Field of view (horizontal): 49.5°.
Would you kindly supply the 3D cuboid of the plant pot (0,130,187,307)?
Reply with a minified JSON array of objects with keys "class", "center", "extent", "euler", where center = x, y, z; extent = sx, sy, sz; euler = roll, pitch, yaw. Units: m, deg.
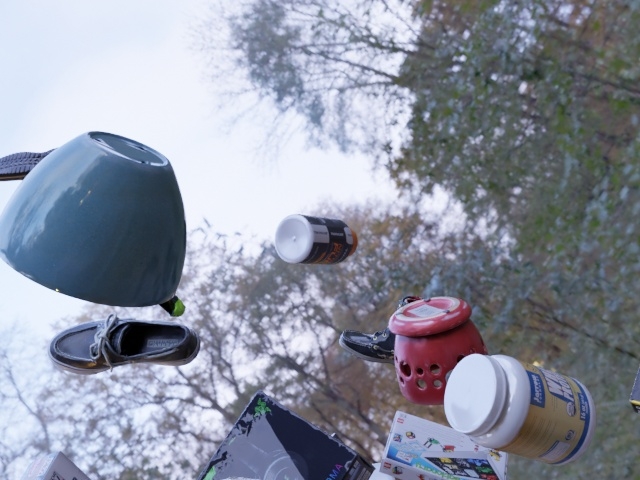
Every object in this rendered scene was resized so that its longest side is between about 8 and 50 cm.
[{"class":"plant pot","center":[-0.326,-0.054,1.074],"extent":[0.290,0.290,0.195],"euler":[-6,-56,-62]}]

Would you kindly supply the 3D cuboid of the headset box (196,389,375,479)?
[{"class":"headset box","center":[-0.081,0.473,1.387],"extent":[0.246,0.283,0.131],"euler":[-54,-34,-16]}]

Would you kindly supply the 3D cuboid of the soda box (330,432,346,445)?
[{"class":"soda box","center":[0.069,0.642,2.001],"extent":[0.060,0.169,0.053],"euler":[-40,-2,-46]}]

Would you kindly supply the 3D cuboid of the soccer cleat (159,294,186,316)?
[{"class":"soccer cleat","center":[-0.466,0.153,2.039],"extent":[0.060,0.179,0.072],"euler":[-48,-15,14]}]

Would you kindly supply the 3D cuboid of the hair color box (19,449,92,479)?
[{"class":"hair color box","center":[-0.553,0.668,1.593],"extent":[0.105,0.347,0.174],"euler":[-26,24,21]}]

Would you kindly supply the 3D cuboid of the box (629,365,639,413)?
[{"class":"box","center":[0.991,0.330,1.825],"extent":[0.079,0.257,0.322],"euler":[51,-122,-39]}]

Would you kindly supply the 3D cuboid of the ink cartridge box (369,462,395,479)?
[{"class":"ink cartridge box","center":[0.114,0.760,1.879],"extent":[0.114,0.197,0.272],"euler":[-105,8,-78]}]

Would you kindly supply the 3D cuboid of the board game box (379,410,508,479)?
[{"class":"board game box","center":[0.320,0.559,1.779],"extent":[0.193,0.306,0.053],"euler":[-55,-21,-59]}]

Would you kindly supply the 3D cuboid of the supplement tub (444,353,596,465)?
[{"class":"supplement tub","center":[0.311,0.263,1.089],"extent":[0.200,0.144,0.144],"euler":[20,-71,-22]}]

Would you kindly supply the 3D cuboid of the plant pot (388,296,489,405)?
[{"class":"plant pot","center":[0.239,0.214,1.404],"extent":[0.191,0.191,0.174],"euler":[-25,-74,-50]}]

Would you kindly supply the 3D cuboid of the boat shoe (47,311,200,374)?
[{"class":"boat shoe","center":[-0.394,0.201,1.354],"extent":[0.105,0.307,0.113],"euler":[77,-163,-65]}]

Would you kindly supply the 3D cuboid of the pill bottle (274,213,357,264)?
[{"class":"pill bottle","center":[0.000,0.000,1.857],"extent":[0.246,0.130,0.130],"euler":[3,-60,-54]}]

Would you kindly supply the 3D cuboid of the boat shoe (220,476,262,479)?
[{"class":"boat shoe","center":[-0.128,0.360,1.007],"extent":[0.100,0.035,0.035],"euler":[7,-97,-43]}]

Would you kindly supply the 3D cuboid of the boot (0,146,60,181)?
[{"class":"boot","center":[-0.589,-0.118,1.477],"extent":[0.198,0.076,0.137],"euler":[-9,-45,-11]}]

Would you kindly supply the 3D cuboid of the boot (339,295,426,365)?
[{"class":"boot","center":[0.171,0.209,1.671],"extent":[0.085,0.237,0.178],"euler":[-51,-27,-61]}]
